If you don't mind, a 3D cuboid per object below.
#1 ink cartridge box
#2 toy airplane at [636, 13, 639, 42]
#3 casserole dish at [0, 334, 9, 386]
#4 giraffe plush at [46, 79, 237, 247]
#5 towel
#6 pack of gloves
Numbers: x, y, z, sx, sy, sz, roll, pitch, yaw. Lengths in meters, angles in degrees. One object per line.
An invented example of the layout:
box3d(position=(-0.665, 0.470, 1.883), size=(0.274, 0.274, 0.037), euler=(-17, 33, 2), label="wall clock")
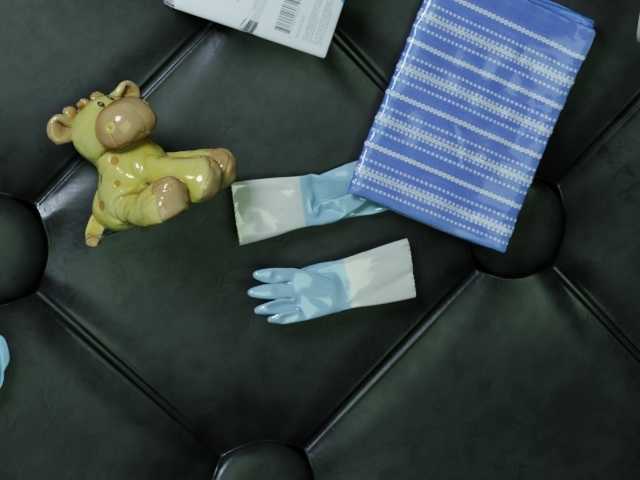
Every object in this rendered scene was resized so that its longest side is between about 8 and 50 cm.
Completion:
box3d(position=(-0.072, -0.326, 1.875), size=(0.203, 0.086, 0.148), euler=(17, 98, -18), label="ink cartridge box")
box3d(position=(0.444, -0.487, 1.890), size=(0.386, 0.272, 0.384), euler=(-56, 143, -12), label="toy airplane")
box3d(position=(-0.482, 0.153, 1.898), size=(0.188, 0.037, 0.114), euler=(-13, 106, -12), label="casserole dish")
box3d(position=(-0.231, -0.106, 1.862), size=(0.210, 0.181, 0.170), euler=(-20, 99, 25), label="giraffe plush")
box3d(position=(0.204, -0.174, 2.006), size=(0.243, 0.040, 0.336), euler=(21, 92, -19), label="towel")
box3d(position=(0.000, 0.000, 2.007), size=(0.232, 0.046, 0.195), euler=(-11, 97, -18), label="pack of gloves")
